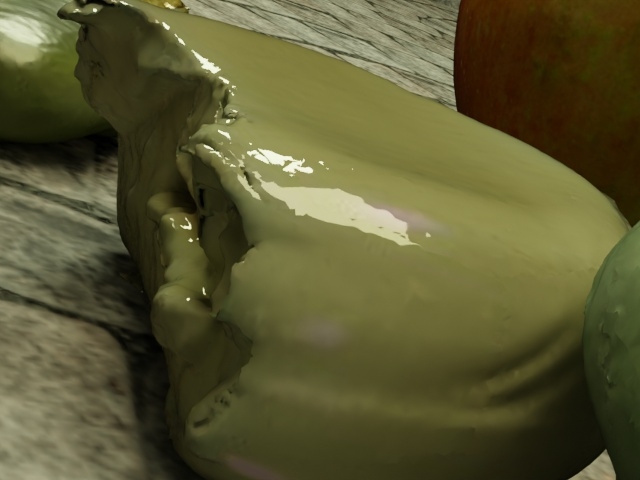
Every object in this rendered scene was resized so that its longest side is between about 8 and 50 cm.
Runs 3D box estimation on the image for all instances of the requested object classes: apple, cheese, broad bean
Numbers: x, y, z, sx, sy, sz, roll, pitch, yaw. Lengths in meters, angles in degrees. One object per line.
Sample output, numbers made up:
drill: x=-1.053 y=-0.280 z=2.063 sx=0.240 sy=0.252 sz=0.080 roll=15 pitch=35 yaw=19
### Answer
apple: x=0.271 y=-0.148 z=1.010 sx=0.339 sy=0.339 sz=0.339 roll=21 pitch=16 yaw=-7
cheese: x=0.000 y=0.000 z=0.483 sx=0.233 sy=0.127 sz=0.266 roll=16 pitch=17 yaw=-27
broad bean: x=-0.155 y=-0.105 z=0.682 sx=0.124 sy=0.082 sz=0.174 roll=33 pitch=17 yaw=22

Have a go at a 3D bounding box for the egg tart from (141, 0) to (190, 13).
egg tart: x=-0.247 y=-0.277 z=1.038 sx=0.315 sy=0.120 sz=0.315 roll=21 pitch=17 yaw=-7

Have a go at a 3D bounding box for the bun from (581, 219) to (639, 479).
bun: x=0.223 y=0.075 z=0.346 sx=0.283 sy=0.179 sz=0.283 roll=33 pitch=32 yaw=-24
